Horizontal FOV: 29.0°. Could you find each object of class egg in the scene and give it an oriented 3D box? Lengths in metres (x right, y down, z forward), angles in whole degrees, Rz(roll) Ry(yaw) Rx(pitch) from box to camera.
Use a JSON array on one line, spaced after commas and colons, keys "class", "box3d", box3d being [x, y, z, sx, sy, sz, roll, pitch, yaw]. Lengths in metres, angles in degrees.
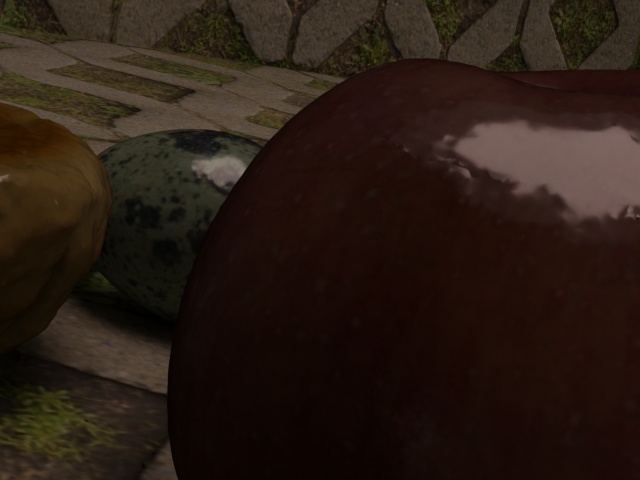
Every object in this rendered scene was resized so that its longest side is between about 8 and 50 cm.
[{"class": "egg", "box3d": [-0.086, -0.010, 0.831, 0.172, 0.132, 0.132, 15, 13, 5]}]

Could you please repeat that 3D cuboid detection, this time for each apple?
[{"class": "apple", "box3d": [0.087, 0.043, 0.528, 0.306, 0.235, 0.306, 7, 13, -2]}]

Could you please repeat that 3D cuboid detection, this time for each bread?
[{"class": "bread", "box3d": [-0.236, -0.010, 0.683, 0.244, 0.134, 0.244, 12, 18, -4]}]
